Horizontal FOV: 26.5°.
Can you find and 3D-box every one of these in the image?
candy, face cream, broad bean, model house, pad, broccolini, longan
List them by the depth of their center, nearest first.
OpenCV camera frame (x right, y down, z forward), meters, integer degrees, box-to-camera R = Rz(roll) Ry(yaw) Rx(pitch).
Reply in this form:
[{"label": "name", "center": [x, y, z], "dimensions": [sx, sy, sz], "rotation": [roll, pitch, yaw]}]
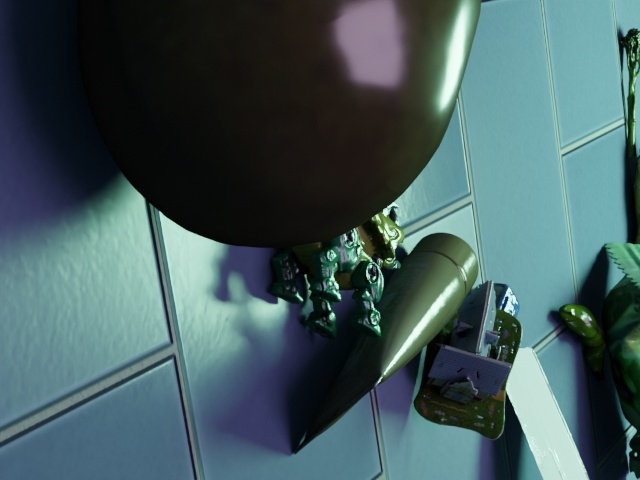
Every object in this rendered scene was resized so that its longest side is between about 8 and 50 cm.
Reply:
[{"label": "longan", "center": [-0.033, -0.174, 1.093], "dimensions": [0.361, 0.360, 0.361], "rotation": [7, 81, -59]}, {"label": "face cream", "center": [0.079, 0.100, 1.453], "dimensions": [0.084, 0.137, 0.341], "rotation": [45, 36, -2]}, {"label": "model house", "center": [0.183, 0.131, 1.583], "dimensions": [0.088, 0.117, 0.167], "rotation": [111, -3, -63]}, {"label": "pad", "center": [0.301, 0.251, 1.819], "dimensions": [0.156, 0.004, 0.232], "rotation": [5, 60, -60]}, {"label": "broad bean", "center": [0.401, 0.140, 2.046], "dimensions": [0.195, 0.046, 0.061], "rotation": [58, 28, -44]}, {"label": "candy", "center": [0.520, 0.218, 2.116], "dimensions": [0.263, 0.172, 0.398], "rotation": [-66, 156, -80]}, {"label": "broccolini", "center": [0.531, -0.250, 2.305], "dimensions": [0.044, 0.042, 0.218], "rotation": [-1, 90, -59]}]

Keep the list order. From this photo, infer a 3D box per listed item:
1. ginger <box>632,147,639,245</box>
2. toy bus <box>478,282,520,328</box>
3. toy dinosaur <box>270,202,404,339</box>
[{"label": "ginger", "center": [0.587, -0.043, 2.317], "dimensions": [0.116, 0.109, 0.263], "rotation": [147, -56, -84]}, {"label": "toy bus", "center": [0.203, 0.117, 1.698], "dimensions": [0.051, 0.061, 0.153], "rotation": [60, 41, -30]}, {"label": "toy dinosaur", "center": [0.000, 0.000, 1.343], "dimensions": [0.259, 0.094, 0.153], "rotation": [31, 61, -46]}]
